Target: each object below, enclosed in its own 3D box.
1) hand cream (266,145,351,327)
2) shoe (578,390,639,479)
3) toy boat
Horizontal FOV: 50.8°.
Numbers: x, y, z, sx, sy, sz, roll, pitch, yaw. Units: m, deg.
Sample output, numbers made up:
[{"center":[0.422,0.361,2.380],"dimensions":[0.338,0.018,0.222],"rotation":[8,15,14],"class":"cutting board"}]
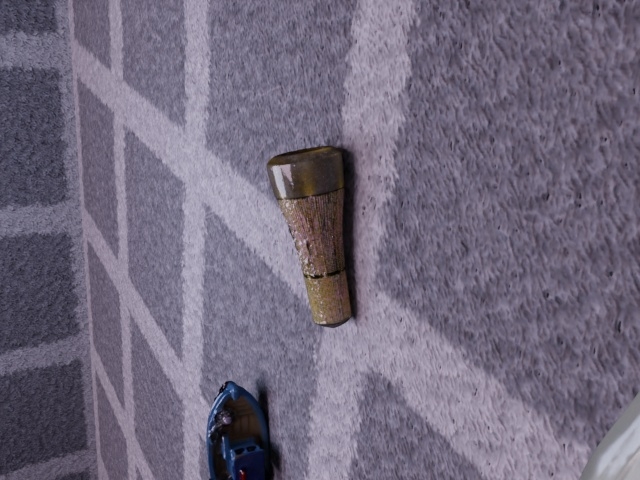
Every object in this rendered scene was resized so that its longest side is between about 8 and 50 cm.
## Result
[{"center":[0.000,0.000,0.745],"dimensions":[0.084,0.084,0.203],"rotation":[8,112,60],"class":"hand cream"},{"center":[0.217,0.125,0.346],"dimensions":[0.110,0.095,0.265],"rotation":[-119,34,-59],"class":"shoe"},{"center":[-0.124,0.319,1.018],"dimensions":[0.097,0.100,0.223],"rotation":[-148,52,-65],"class":"toy boat"}]
